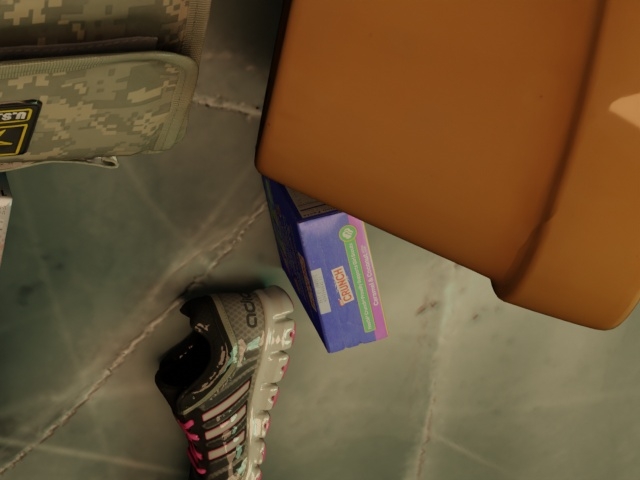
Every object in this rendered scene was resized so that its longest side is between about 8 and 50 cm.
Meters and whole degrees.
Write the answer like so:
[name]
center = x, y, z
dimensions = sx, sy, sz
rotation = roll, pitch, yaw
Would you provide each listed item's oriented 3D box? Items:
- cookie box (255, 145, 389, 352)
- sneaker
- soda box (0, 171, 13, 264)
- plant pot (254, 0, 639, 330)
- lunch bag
[cookie box]
center = 0.000, 0.000, 1.168
dimensions = 0.040, 0.107, 0.092
rotation = -17, 121, -7
[sneaker]
center = -0.071, 0.104, 1.230
dimensions = 0.075, 0.063, 0.170
rotation = 8, 110, -20
[soda box]
center = -0.267, -0.019, 1.108
dimensions = 0.183, 0.058, 0.063
rotation = 5, 115, -20
[plant pot]
center = 0.082, -0.112, 1.050
dimensions = 0.203, 0.291, 0.291
rotation = 11, 114, -4
[lunch bag]
center = -0.179, -0.150, 1.005
dimensions = 0.235, 0.169, 0.287
rotation = -5, 125, -17
